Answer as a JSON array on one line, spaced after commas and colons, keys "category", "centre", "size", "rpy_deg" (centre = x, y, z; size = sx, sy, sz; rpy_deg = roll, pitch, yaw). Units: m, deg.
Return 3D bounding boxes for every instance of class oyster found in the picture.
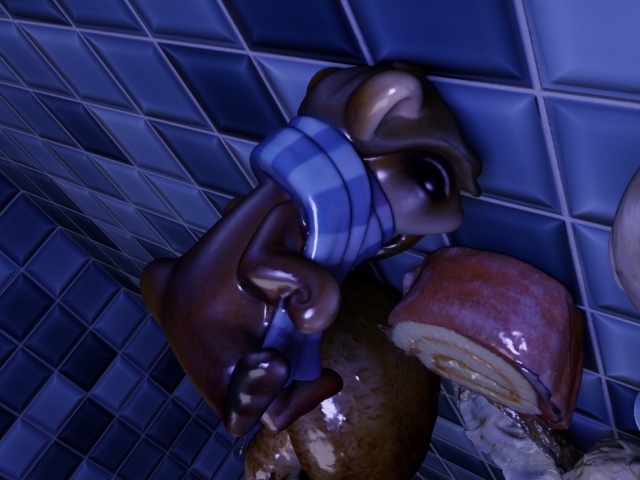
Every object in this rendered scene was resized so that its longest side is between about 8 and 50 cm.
[{"category": "oyster", "centre": [0.318, 0.292, 1.101], "size": [0.204, 0.111, 0.396], "rpy_deg": [19, 150, 56]}]

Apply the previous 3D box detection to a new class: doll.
[{"category": "doll", "centre": [0.003, 0.004, 0.657], "size": [0.209, 0.339, 0.318], "rpy_deg": [40, 169, -14]}]

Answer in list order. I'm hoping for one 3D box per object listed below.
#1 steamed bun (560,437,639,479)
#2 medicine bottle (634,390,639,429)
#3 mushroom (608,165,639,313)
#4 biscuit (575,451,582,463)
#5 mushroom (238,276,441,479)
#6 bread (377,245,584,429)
[{"category": "steamed bun", "centre": [0.463, 0.346, 0.929], "size": [0.295, 0.137, 0.292], "rpy_deg": [39, -165, 14]}, {"category": "medicine bottle", "centre": [0.422, 0.179, 0.746], "size": [0.090, 0.090, 0.217], "rpy_deg": [39, 159, -11]}, {"category": "mushroom", "centre": [0.294, 0.061, 0.389], "size": [0.293, 0.290, 0.292], "rpy_deg": [20, 167, 5]}, {"category": "biscuit", "centre": [0.366, 0.339, 1.272], "size": [0.184, 0.027, 0.133], "rpy_deg": [43, 159, -21]}, {"category": "mushroom", "centre": [0.018, 0.229, 1.103], "size": [0.356, 0.331, 0.334], "rpy_deg": [-15, 101, 39]}, {"category": "bread", "centre": [0.194, 0.104, 0.883], "size": [0.244, 0.123, 0.190], "rpy_deg": [20, 153, 32]}]
